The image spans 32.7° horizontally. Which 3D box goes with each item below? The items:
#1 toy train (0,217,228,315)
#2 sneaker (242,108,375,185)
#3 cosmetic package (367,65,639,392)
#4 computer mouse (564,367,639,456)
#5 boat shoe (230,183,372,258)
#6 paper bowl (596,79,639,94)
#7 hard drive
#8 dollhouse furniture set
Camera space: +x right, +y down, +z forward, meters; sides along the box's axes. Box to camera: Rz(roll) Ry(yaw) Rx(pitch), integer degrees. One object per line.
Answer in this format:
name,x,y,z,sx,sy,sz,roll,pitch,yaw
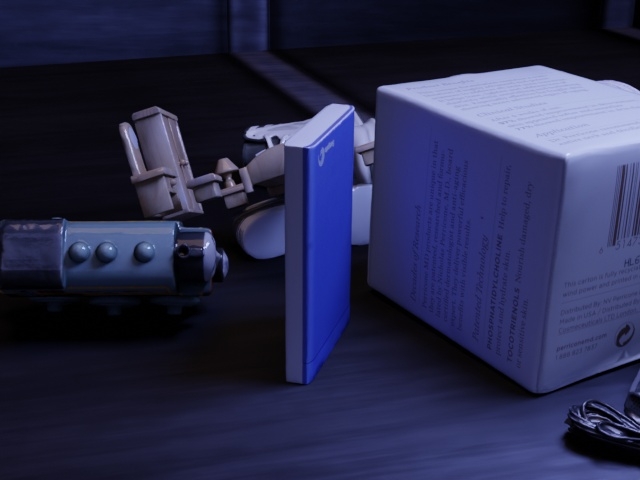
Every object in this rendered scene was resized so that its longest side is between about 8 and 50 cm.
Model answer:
toy train,-0.299,0.031,1.541,0.334,0.142,0.190,1,-8,-2
sneaker,-0.012,-0.141,2.079,0.257,0.169,0.447,-12,15,-7
cosmetic package,0.311,-0.041,1.552,0.329,0.327,0.393,-12,25,-29
computer mouse,0.429,0.190,1.329,0.188,0.072,0.272,16,38,29
boat shoe,-0.006,-0.042,1.862,0.301,0.108,0.102,-15,27,-17
paper bowl,0.436,-0.115,1.798,0.148,0.284,0.284,-12,25,-30
hard drive,0.000,0.000,1.446,0.040,0.319,0.210,7,22,15
dollhouse furniture set,-0.097,-0.164,1.696,0.355,0.174,0.303,-17,-2,7
